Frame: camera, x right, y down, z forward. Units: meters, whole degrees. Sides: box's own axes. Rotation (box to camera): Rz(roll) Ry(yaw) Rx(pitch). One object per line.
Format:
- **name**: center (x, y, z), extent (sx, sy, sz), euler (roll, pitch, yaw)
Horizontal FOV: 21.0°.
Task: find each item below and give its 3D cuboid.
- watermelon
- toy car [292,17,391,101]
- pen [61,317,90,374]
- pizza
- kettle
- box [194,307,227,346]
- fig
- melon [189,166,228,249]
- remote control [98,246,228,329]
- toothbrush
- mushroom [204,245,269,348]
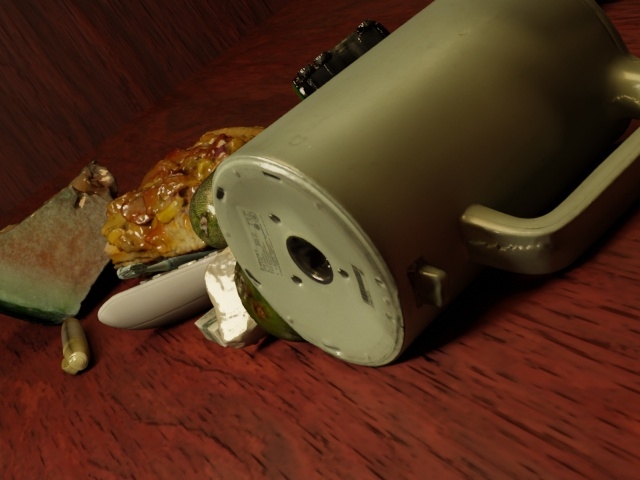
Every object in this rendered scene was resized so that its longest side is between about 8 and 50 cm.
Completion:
- **watermelon**: center (-0.372, 0.027, 2.375), extent (0.302, 0.151, 0.264), euler (-37, 7, -14)
- **toy car**: center (0.035, -0.250, 2.497), extent (0.165, 0.071, 0.062), euler (-40, -1, -16)
- **pen**: center (-0.298, 0.127, 2.087), extent (0.040, 0.032, 0.233), euler (-60, 12, 1)
- **pizza**: center (-0.159, -0.060, 2.243), extent (0.278, 0.114, 0.409), euler (-27, 12, 14)
- **kettle**: center (0.106, -0.073, 1.386), extent (0.318, 0.205, 0.265), euler (-40, 10, -29)
- **box**: center (-0.092, 0.079, 1.738), extent (0.054, 0.024, 0.083), euler (-37, 13, -12)
- **fig**: center (0.004, 0.007, 1.532), extent (0.177, 0.117, 0.117), euler (-48, 16, -18)
- **melon**: center (-0.085, -0.050, 2.016), extent (0.099, 0.099, 0.162), euler (-22, 12, 47)
- **remote control**: center (-0.102, 0.038, 1.846), extent (0.313, 0.055, 0.109), euler (-22, -3, 38)
- **toothbrush**: center (-0.158, 0.024, 1.933), extent (0.019, 0.016, 0.219), euler (-25, -8, 28)
- **mushroom**: center (-0.004, 0.001, 1.632), extent (0.247, 0.096, 0.108), euler (-34, 8, 1)
